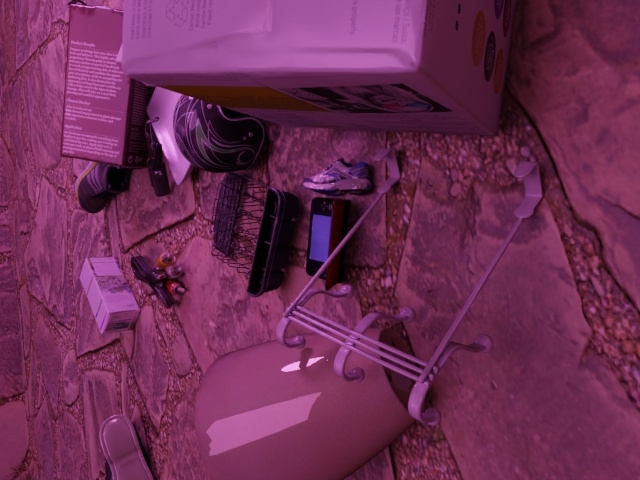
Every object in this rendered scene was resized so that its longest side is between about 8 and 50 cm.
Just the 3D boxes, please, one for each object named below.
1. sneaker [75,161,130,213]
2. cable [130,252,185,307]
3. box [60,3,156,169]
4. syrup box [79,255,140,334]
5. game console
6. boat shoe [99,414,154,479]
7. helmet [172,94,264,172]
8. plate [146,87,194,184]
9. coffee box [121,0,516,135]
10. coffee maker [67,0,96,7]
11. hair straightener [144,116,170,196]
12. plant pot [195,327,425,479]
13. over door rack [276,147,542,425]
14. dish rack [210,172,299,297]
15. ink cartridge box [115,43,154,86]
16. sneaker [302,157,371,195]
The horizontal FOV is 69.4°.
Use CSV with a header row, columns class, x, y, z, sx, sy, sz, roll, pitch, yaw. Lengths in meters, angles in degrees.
class,x,y,z,sx,sy,sz,roll,pitch,yaw
sneaker,-0.655,-0.175,1.402,0.300,0.111,0.121,-48,63,36
cable,-0.434,0.099,1.241,0.287,0.072,0.140,1,108,56
box,-0.549,-0.394,1.217,0.190,0.143,0.382,11,101,7
syrup box,-0.638,0.161,1.394,0.237,0.093,0.096,52,123,31
game console,0.000,0.000,0.774,0.124,0.085,0.144,11,97,44
boat shoe,-0.537,0.662,1.295,0.341,0.127,0.113,66,160,11
helmet,-0.205,-0.218,0.900,0.169,0.161,0.170,-24,61,54
plate,-0.313,-0.321,1.104,0.278,0.045,0.278,-48,59,34
coffee box,0.028,-0.317,0.530,0.337,0.334,0.339,10,97,30
coffee maker,-0.667,-0.592,1.366,0.178,0.120,0.171,-27,116,41
hair straightener,-0.393,-0.195,1.130,0.089,0.047,0.231,55,146,33
plant pot,0.003,0.240,0.688,0.273,0.256,0.257,-30,69,23
over door rack,0.117,0.040,0.599,0.239,0.108,0.325,16,68,43
dish rack,-0.156,-0.030,0.935,0.271,0.074,0.209,26,108,41
ink cartridge box,-0.299,-0.424,0.984,0.237,0.100,0.172,14,82,29
sneaker,0.029,-0.107,0.776,0.135,0.052,0.058,4,84,37
